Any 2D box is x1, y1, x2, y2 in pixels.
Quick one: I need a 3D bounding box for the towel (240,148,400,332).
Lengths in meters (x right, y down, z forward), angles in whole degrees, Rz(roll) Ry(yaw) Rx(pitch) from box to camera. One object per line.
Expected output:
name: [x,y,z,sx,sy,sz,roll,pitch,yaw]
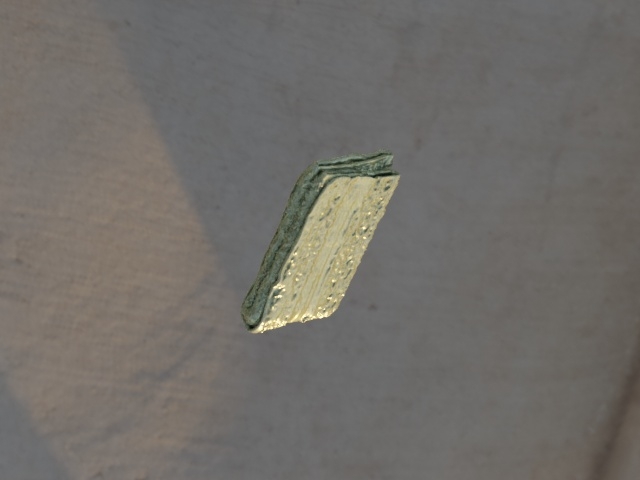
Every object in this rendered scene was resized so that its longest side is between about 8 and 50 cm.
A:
towel: [0.000,0.000,0.925,0.110,0.027,0.148,-8,127,-52]
